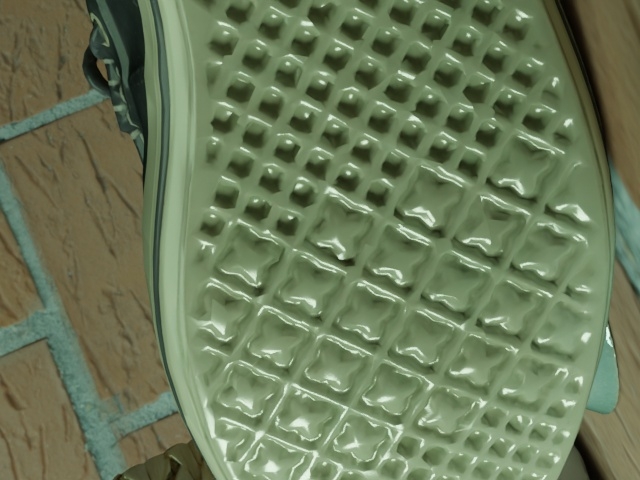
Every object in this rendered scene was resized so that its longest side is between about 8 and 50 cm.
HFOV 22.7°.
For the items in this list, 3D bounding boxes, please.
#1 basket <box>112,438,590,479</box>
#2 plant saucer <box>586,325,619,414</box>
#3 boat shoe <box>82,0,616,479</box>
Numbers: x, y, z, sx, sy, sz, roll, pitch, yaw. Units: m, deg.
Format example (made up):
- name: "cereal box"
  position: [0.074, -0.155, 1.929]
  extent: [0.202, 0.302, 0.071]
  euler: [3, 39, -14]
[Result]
- name: "basket"
  position: [0.062, 0.271, 0.991]
  extent: [0.328, 0.266, 0.331]
  euler: [73, 174, -57]
- name: "plant saucer"
  position: [0.089, 0.004, 0.803]
  extent: [0.195, 0.037, 0.195]
  euler: [158, 90, -85]
- name: "boat shoe"
  position: [-0.004, -0.086, 0.624]
  extent: [0.156, 0.187, 0.500]
  euler: [-112, 6, -67]
